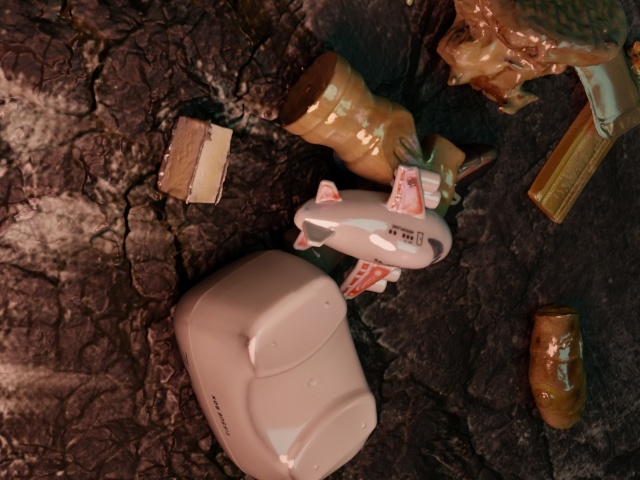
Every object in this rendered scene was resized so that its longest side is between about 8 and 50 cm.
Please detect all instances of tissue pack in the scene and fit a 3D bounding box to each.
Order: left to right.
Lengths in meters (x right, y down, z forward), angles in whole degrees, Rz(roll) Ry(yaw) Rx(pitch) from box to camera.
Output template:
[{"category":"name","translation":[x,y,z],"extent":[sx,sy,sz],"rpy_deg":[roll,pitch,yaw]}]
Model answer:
[{"category":"tissue pack","translation":[-0.076,0.185,1.516],"extent":[0.229,0.236,0.333],"rpy_deg":[-34,123,-31]}]

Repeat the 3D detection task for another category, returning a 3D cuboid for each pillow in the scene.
[{"category":"pillow","translation":[0.518,-0.296,1.847],"extent":[0.130,0.033,0.217],"rpy_deg":[-30,103,-17]}]

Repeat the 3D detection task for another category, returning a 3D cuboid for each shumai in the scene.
[{"category":"shumai","translation":[0.305,-0.345,1.642],"extent":[0.267,0.314,0.262],"rpy_deg":[-13,157,-29]}]

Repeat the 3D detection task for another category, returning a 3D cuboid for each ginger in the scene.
[{"category":"ginger","translation":[0.457,0.246,1.972],"extent":[0.116,0.109,0.263],"rpy_deg":[-7,111,-4]}]

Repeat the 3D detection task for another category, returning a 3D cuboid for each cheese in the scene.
[{"category":"cheese","translation":[0.053,-0.118,1.629],"extent":[0.047,0.017,0.111],"rpy_deg":[-41,124,-13]}]

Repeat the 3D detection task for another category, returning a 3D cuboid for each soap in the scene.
[{"category":"soap","translation":[0.478,-0.157,1.895],"extent":[0.092,0.037,0.252],"rpy_deg":[41,81,-35]}]

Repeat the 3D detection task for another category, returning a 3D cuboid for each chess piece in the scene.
[{"category":"chess piece","translation":[0.089,-0.146,1.537],"extent":[0.301,0.137,0.137],"rpy_deg":[35,84,-24]}]

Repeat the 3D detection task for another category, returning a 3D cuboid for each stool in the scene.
[{"category":"stool","translation":[0.000,0.000,1.584],"extent":[0.110,0.096,0.096],"rpy_deg":[-43,124,-20]}]

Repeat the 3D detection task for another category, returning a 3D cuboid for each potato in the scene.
[{"category":"potato","translation":[-0.174,-0.113,1.438],"extent":[0.061,0.086,0.122],"rpy_deg":[9,99,-50]}]

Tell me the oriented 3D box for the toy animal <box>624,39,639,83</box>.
[{"category":"toy animal","translation":[0.664,-0.287,1.956],"extent":[0.255,0.116,0.114],"rpy_deg":[7,124,-41]}]

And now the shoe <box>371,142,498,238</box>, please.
[{"category":"shoe","translation":[0.191,-0.058,1.681],"extent":[0.291,0.114,0.137],"rpy_deg":[-34,117,-18]}]

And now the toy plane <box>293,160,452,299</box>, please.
[{"category":"toy plane","translation":[0.079,-0.014,1.491],"extent":[0.252,0.118,0.252],"rpy_deg":[-8,130,-10]}]

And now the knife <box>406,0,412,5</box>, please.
[{"category":"knife","translation":[0.155,-0.468,1.584],"extent":[0.030,0.014,0.207],"rpy_deg":[-1,105,-33]}]
